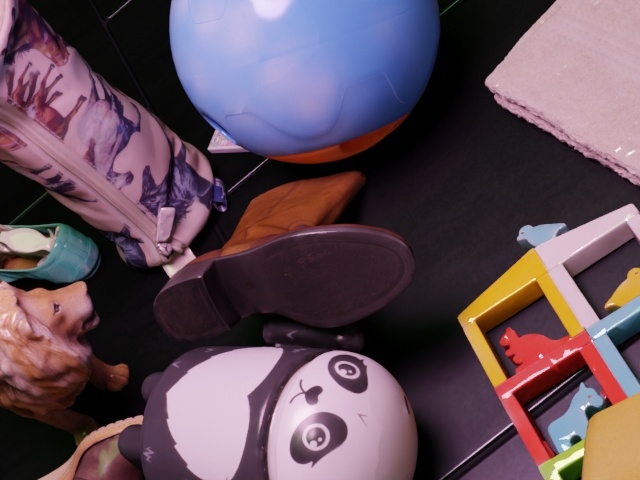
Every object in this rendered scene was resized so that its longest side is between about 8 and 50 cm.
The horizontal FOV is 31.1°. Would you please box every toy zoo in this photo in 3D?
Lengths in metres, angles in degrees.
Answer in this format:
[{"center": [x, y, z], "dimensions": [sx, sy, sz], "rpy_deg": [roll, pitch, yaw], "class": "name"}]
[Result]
[{"center": [0.239, 0.091, 0.989], "dimensions": [0.192, 0.030, 0.293], "rpy_deg": [-35, 44, 10], "class": "toy zoo"}]

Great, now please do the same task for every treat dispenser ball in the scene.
[{"center": [-0.016, -0.225, 1.226], "dimensions": [0.288, 0.288, 0.288], "rpy_deg": [-19, 49, 24], "class": "treat dispenser ball"}]

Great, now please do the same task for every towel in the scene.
[{"center": [0.307, -0.158, 1.113], "dimensions": [0.187, 0.049, 0.282], "rpy_deg": [-47, 45, 0], "class": "towel"}]

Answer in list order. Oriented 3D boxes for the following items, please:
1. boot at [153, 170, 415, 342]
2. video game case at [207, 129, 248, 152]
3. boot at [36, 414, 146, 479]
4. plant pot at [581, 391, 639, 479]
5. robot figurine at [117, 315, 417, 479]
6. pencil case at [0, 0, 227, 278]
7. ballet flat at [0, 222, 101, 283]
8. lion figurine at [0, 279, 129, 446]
[{"center": [0.000, 0.000, 1.146], "dimensions": [0.264, 0.096, 0.280], "rpy_deg": [-21, 14, 27], "class": "boot"}, {"center": [-0.085, -0.162, 1.428], "dimensions": [0.087, 0.011, 0.122], "rpy_deg": [1, 59, 37], "class": "video game case"}, {"center": [-0.212, 0.307, 1.144], "dimensions": [0.248, 0.090, 0.207], "rpy_deg": [-32, 57, 12], "class": "boot"}, {"center": [0.291, 0.193, 0.765], "dimensions": [0.212, 0.212, 0.187], "rpy_deg": [-31, 33, 14], "class": "plant pot"}, {"center": [-0.049, 0.178, 1.031], "dimensions": [0.278, 0.173, 0.209], "rpy_deg": [-2, 91, 36], "class": "robot figurine"}, {"center": [-0.272, -0.114, 1.246], "dimensions": [0.160, 0.410, 0.183], "rpy_deg": [-44, 51, 4], "class": "pencil case"}, {"center": [-0.389, 0.008, 1.472], "dimensions": [0.247, 0.087, 0.083], "rpy_deg": [0, 59, 37], "class": "ballet flat"}, {"center": [-0.358, 0.100, 1.270], "dimensions": [0.392, 0.240, 0.142], "rpy_deg": [14, 68, 42], "class": "lion figurine"}]
